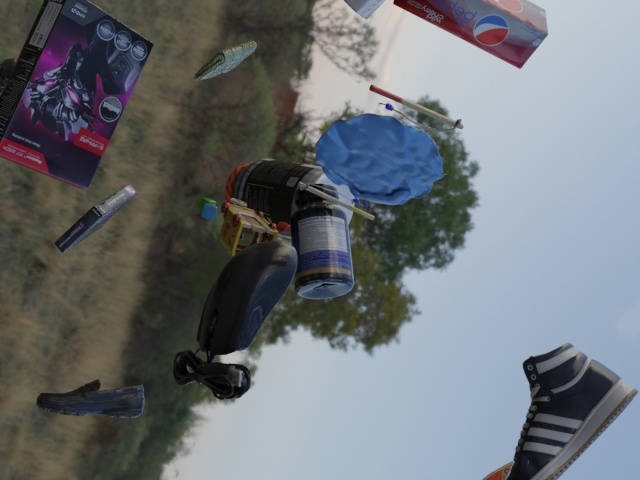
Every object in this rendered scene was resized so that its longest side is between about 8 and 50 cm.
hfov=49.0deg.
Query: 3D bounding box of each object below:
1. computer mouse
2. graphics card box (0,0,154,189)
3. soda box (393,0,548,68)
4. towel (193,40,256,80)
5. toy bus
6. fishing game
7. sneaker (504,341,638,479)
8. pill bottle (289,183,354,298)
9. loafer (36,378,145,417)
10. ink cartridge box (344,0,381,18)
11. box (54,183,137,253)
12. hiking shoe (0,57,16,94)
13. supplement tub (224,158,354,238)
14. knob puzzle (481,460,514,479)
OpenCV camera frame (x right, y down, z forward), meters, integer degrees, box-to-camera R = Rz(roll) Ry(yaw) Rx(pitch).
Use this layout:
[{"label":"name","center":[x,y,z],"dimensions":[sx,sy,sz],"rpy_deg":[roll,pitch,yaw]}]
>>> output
[{"label":"computer mouse","center":[-0.130,0.101,1.078],"dimensions":[0.188,0.072,0.272],"rpy_deg":[1,-125,48]},{"label":"graphics card box","center":[-0.537,-0.318,1.504],"dimensions":[0.094,0.232,0.371],"rpy_deg":[23,-92,39]},{"label":"soda box","center":[0.262,-0.406,1.222],"dimensions":[0.083,0.263,0.092],"rpy_deg":[125,-16,-46]},{"label":"towel","center":[-0.213,-0.399,1.572],"dimensions":[0.110,0.027,0.148],"rpy_deg":[-32,-172,-36]},{"label":"toy bus","center":[-0.178,-0.016,1.589],"dimensions":[0.202,0.190,0.104],"rpy_deg":[-7,118,-68]},{"label":"fishing game","center":[0.087,-0.120,1.008],"dimensions":[0.264,0.189,0.041],"rpy_deg":[126,-18,-54]},{"label":"sneaker","center":[0.345,0.289,1.114],"dimensions":[0.282,0.153,0.099],"rpy_deg":[-46,153,0]},{"label":"pill bottle","center":[0.000,0.000,1.449],"dimensions":[0.123,0.122,0.219],"rpy_deg":[124,-36,-62]},{"label":"loafer","center":[-0.492,0.338,1.513],"dimensions":[0.076,0.223,0.078],"rpy_deg":[144,-50,-60]},{"label":"ink cartridge box","center":[0.098,-0.607,1.622],"dimensions":[0.128,0.127,0.176],"rpy_deg":[-42,-179,18]},{"label":"box","center":[-0.420,-0.044,1.321],"dimensions":[0.116,0.029,0.162],"rpy_deg":[-39,-169,17]},{"label":"hiking shoe","center":[-0.876,-0.443,1.954],"dimensions":[0.114,0.086,0.227],"rpy_deg":[-46,-150,-13]},{"label":"supplement tub","center":[-0.093,-0.113,1.922],"dimensions":[0.338,0.207,0.207],"rpy_deg":[15,-96,40]},{"label":"knob puzzle","center":[0.356,0.484,1.355],"dimensions":[0.213,0.030,0.213],"rpy_deg":[-33,-171,6]}]
